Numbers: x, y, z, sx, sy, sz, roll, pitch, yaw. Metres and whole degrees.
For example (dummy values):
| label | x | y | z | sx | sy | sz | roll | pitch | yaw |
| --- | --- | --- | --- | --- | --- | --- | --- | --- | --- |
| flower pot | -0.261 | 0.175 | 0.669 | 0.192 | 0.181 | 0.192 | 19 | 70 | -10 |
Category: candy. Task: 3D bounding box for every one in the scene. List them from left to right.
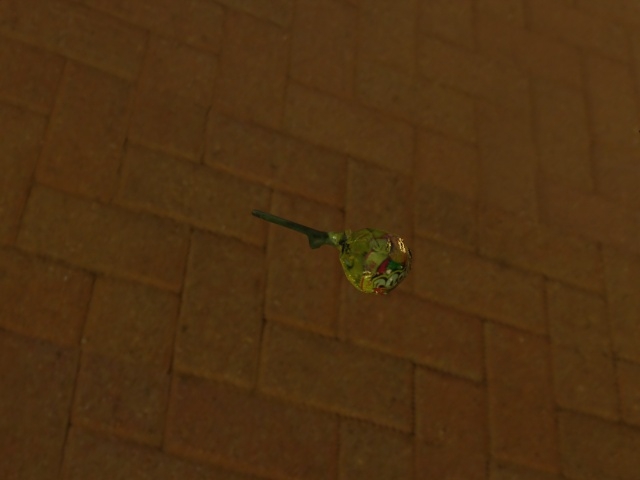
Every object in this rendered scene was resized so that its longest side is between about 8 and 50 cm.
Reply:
| label | x | y | z | sx | sy | sz | roll | pitch | yaw |
| --- | --- | --- | --- | --- | --- | --- | --- | --- | --- |
| candy | 0.000 | 0.000 | 0.639 | 0.123 | 0.035 | 0.035 | 21 | -1 | 41 |

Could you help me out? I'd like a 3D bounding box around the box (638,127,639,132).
| label | x | y | z | sx | sy | sz | roll | pitch | yaw |
| --- | --- | --- | --- | --- | --- | --- | --- | --- | --- |
| box | 0.190 | -0.086 | 0.363 | 0.033 | 0.247 | 0.129 | 1 | 99 | -20 |
